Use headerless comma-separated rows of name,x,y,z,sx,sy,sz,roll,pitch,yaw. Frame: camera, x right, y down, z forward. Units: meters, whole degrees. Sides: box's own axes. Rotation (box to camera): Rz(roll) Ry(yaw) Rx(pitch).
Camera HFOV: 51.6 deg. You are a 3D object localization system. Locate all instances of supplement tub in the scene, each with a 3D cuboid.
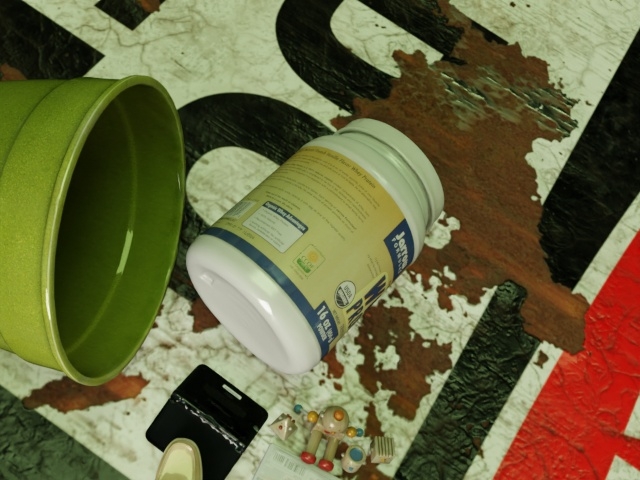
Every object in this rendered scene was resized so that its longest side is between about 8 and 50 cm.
supplement tub,0.000,0.000,0.908,0.228,0.228,0.316,43,66,9

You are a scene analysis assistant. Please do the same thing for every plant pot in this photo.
plant pot,-0.396,-0.040,0.808,0.352,0.366,0.367,10,65,6

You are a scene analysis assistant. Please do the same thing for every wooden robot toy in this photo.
wooden robot toy,0.021,0.256,0.875,0.173,0.079,0.076,21,48,-1

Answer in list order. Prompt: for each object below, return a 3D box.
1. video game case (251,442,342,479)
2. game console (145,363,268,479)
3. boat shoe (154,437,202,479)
video game case,-0.029,0.365,0.860,0.157,0.019,0.143,28,65,1
game console,-0.151,0.248,0.891,0.122,0.071,0.107,36,35,5
boat shoe,-0.183,0.331,0.813,0.062,0.059,0.170,8,72,-5
